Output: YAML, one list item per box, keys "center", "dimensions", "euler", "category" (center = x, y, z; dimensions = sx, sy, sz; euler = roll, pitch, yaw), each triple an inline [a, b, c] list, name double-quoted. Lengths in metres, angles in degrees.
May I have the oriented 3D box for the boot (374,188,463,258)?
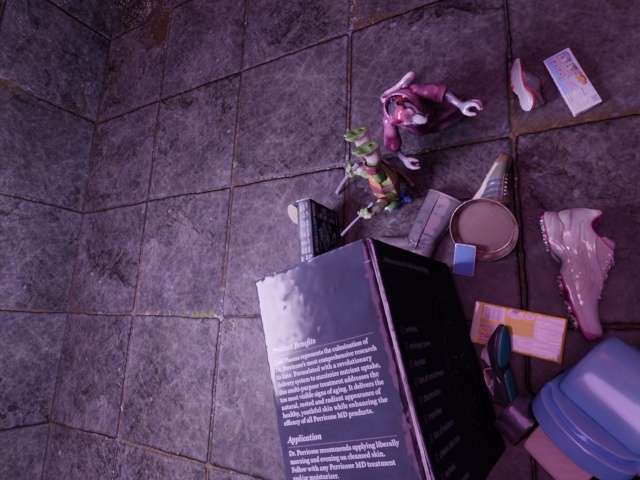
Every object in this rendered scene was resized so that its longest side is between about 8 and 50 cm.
- center: [0.271, -0.047, 1.176]
  dimensions: [0.190, 0.076, 0.208]
  euler: [23, 98, 19]
  category: "boot"

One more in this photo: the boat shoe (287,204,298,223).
- center: [-0.061, -0.077, 1.404]
  dimensions: [0.133, 0.042, 0.048]
  euler: [41, 126, 32]
  category: "boat shoe"

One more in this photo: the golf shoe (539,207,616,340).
- center: [0.596, 0.065, 0.936]
  dimensions: [0.140, 0.115, 0.306]
  euler: [-15, 73, 24]
  category: "golf shoe"

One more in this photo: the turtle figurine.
- center: [0.109, -0.162, 1.175]
  dimensions: [0.275, 0.266, 0.197]
  euler: [3, 49, 26]
  category: "turtle figurine"

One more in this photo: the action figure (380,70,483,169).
- center: [0.252, -0.356, 1.081]
  dimensions: [0.248, 0.370, 0.275]
  euler: [-39, 81, 33]
  category: "action figure"

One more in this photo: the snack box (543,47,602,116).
- center: [0.640, -0.404, 1.067]
  dimensions: [0.064, 0.022, 0.178]
  euler: [-26, 67, 25]
  category: "snack box"

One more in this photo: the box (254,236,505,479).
- center: [0.147, 0.285, 0.922]
  dimensions: [0.297, 0.480, 0.471]
  euler: [-20, 70, 29]
  category: "box"

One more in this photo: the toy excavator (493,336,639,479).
- center: [0.613, 0.249, 0.784]
  dimensions: [0.222, 0.433, 0.445]
  euler: [47, 131, 38]
  category: "toy excavator"

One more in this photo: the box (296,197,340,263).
- center: [0.000, 0.000, 1.268]
  dimensions: [0.051, 0.175, 0.220]
  euler: [-13, 73, 29]
  category: "box"

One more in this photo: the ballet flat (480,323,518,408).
- center: [0.419, 0.298, 0.996]
  dimensions: [0.074, 0.074, 0.203]
  euler: [-9, 92, 29]
  category: "ballet flat"

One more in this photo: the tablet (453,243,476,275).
- center: [0.381, 0.051, 1.109]
  dimensions: [0.054, 0.006, 0.083]
  euler: [10, 109, 33]
  category: "tablet"

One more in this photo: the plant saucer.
- center: [0.419, -0.030, 1.073]
  dimensions: [0.168, 0.029, 0.168]
  euler: [17, 120, 32]
  category: "plant saucer"

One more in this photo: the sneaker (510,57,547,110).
- center: [0.555, -0.414, 1.112]
  dimensions: [0.065, 0.061, 0.157]
  euler: [-9, 73, 1]
  category: "sneaker"

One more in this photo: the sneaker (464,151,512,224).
- center: [0.462, -0.125, 1.088]
  dimensions: [0.086, 0.064, 0.192]
  euler: [37, 104, 31]
  category: "sneaker"

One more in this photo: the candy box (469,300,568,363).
- center: [0.477, 0.219, 1.018]
  dimensions: [0.206, 0.027, 0.105]
  euler: [9, 88, 32]
  category: "candy box"
